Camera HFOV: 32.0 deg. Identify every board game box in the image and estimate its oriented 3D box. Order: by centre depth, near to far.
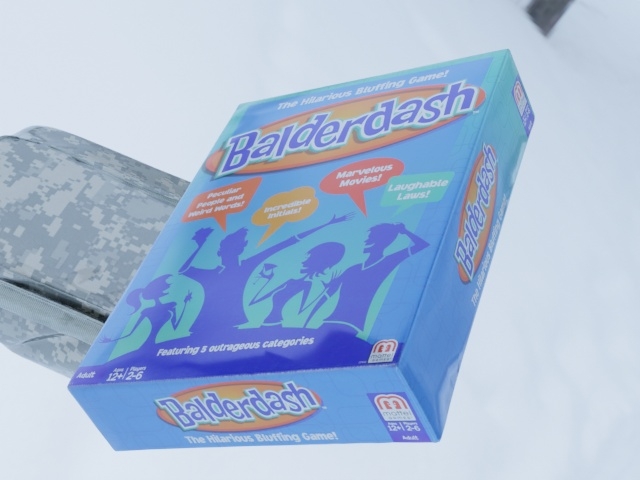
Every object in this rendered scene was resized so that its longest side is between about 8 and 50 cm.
[{"bbox_3d":[0.000,0.000,0.514,0.047,0.160,0.210,62,35,-32],"label":"board game box"}]

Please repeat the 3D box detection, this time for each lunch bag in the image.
[{"bbox_3d":[-0.235,0.032,1.101,0.305,0.212,0.256,23,17,1],"label":"lunch bag"}]
